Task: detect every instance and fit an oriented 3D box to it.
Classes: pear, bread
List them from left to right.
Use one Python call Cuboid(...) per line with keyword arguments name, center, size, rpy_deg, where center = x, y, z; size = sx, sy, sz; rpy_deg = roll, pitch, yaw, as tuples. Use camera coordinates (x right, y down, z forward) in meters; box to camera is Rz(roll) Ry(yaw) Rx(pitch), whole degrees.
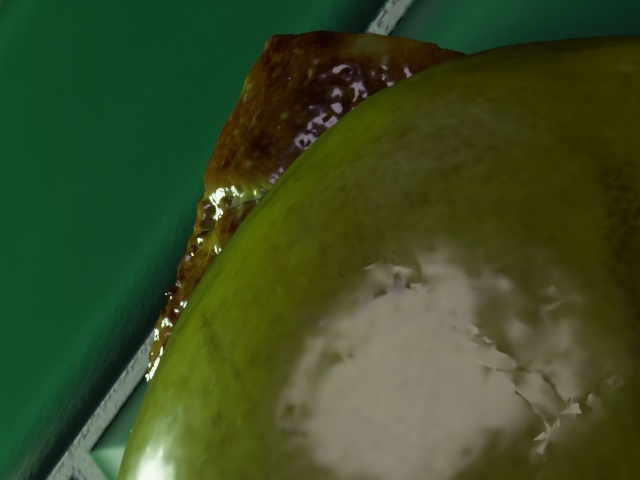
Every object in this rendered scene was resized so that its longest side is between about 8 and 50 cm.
Cuboid(name="bread", center=(0.000, 0.000, 0.657), size=(0.132, 0.103, 0.172), rpy_deg=(8, 73, 39))
Cuboid(name="pear", center=(0.062, 0.086, 0.470), size=(0.253, 0.253, 0.307), rpy_deg=(45, 113, 44))
